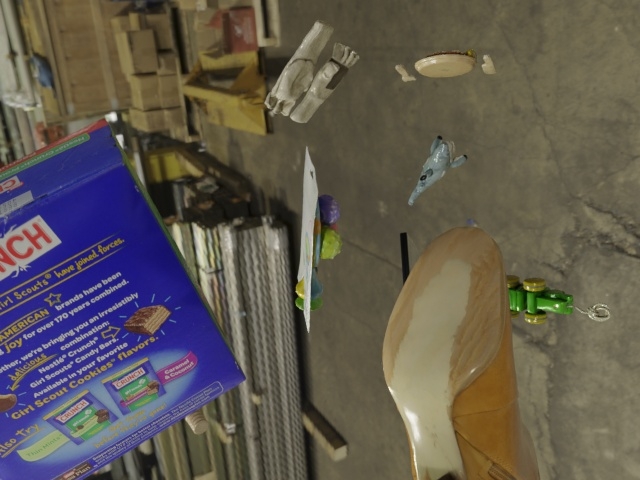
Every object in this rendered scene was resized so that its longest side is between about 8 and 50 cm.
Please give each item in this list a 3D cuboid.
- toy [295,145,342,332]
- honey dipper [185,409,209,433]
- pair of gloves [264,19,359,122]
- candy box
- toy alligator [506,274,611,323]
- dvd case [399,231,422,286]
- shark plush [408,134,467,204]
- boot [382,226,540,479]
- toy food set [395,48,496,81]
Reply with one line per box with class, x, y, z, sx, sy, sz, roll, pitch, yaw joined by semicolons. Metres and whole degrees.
toy;0.000;0.000;0.863;0.137;0.056;0.237;-104;18;-55
honey dipper;-0.255;0.299;1.110;0.160;0.030;0.031;36;134;46
pair of gloves;-0.013;-0.338;1.241;0.042;0.240;0.204;41;103;14
candy box;-0.259;0.083;0.608;0.122;0.268;0.317;46;160;48
toy alligator;0.300;0.079;0.798;0.189;0.051;0.056;6;105;46
dvd case;0.268;0.104;1.654;0.253;0.022;0.181;42;-138;-59
shark plush;0.210;-0.139;1.169;0.073;0.067;0.161;49;130;3
boot;0.148;0.155;0.557;0.104;0.211;0.295;0;72;39
toy food set;0.252;-0.361;1.199;0.191;0.132;0.039;0;90;20
